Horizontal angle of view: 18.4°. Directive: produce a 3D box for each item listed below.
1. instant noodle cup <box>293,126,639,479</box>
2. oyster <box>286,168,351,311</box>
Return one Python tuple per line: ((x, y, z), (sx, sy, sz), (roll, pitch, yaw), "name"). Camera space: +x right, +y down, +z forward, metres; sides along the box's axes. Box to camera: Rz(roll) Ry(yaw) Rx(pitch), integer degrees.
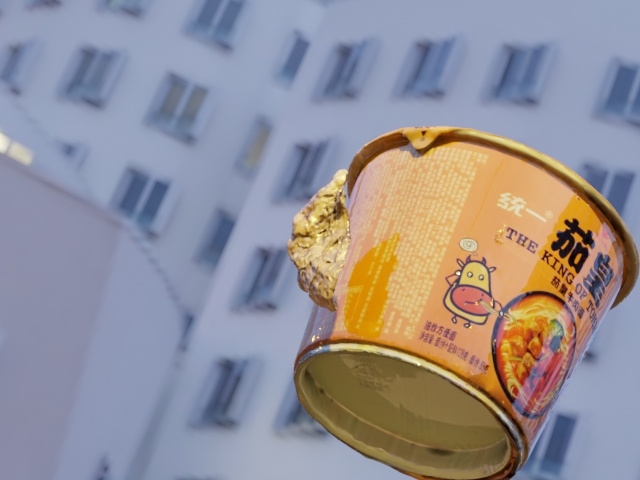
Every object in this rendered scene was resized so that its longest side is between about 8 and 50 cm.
((0.088, 0.053, 1.337), (0.216, 0.172, 0.216), (19, -31, 12), "instant noodle cup")
((0.000, 0.000, 1.255), (0.038, 0.080, 0.083), (13, 16, -5), "oyster")
